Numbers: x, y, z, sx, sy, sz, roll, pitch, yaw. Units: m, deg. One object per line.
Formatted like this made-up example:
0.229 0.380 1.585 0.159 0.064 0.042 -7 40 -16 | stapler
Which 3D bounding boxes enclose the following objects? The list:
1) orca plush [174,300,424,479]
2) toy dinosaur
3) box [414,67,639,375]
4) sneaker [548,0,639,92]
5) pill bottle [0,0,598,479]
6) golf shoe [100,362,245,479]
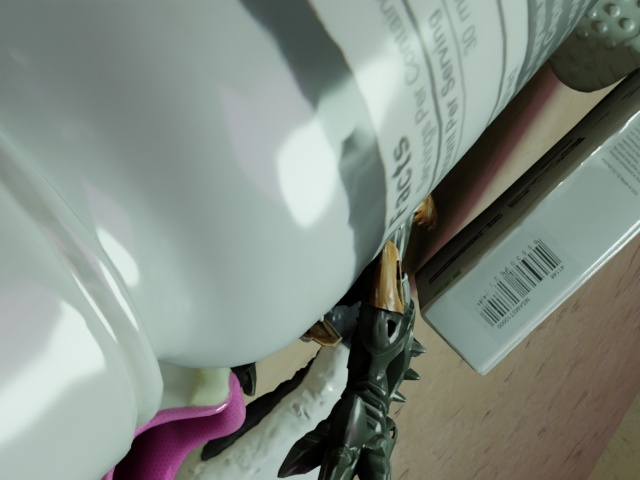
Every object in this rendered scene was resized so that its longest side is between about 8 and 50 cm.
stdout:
-0.064 0.139 1.004 0.151 0.102 0.287 19 104 -24 | orca plush
0.000 0.000 0.810 0.322 0.164 0.218 3 104 -46 | toy dinosaur
0.163 -0.026 1.064 0.232 0.058 0.322 -43 -179 4 | box
0.243 -0.207 1.154 0.235 0.090 0.095 -58 171 9 | sneaker
-0.031 -0.095 0.471 0.361 0.204 0.204 -47 159 -24 | pill bottle
-0.131 0.157 0.647 0.115 0.140 0.306 46 63 -77 | golf shoe
